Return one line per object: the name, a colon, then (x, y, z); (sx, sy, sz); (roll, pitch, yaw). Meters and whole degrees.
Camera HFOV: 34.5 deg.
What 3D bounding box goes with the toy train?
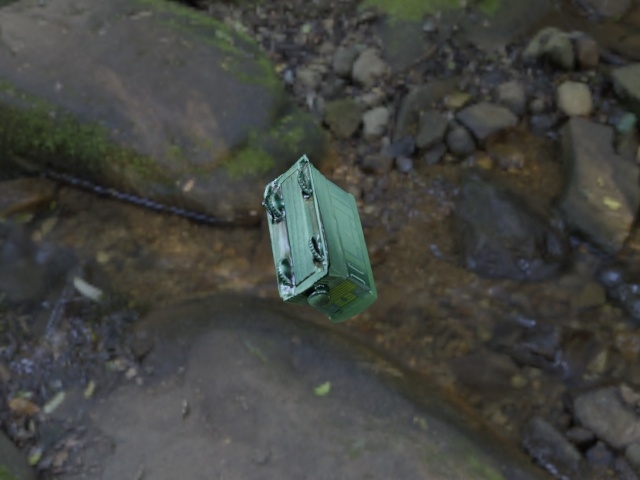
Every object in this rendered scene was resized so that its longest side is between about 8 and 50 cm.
toy train: (0.000, 0.000, 0.584); (0.056, 0.038, 0.093); (30, 36, -41)
